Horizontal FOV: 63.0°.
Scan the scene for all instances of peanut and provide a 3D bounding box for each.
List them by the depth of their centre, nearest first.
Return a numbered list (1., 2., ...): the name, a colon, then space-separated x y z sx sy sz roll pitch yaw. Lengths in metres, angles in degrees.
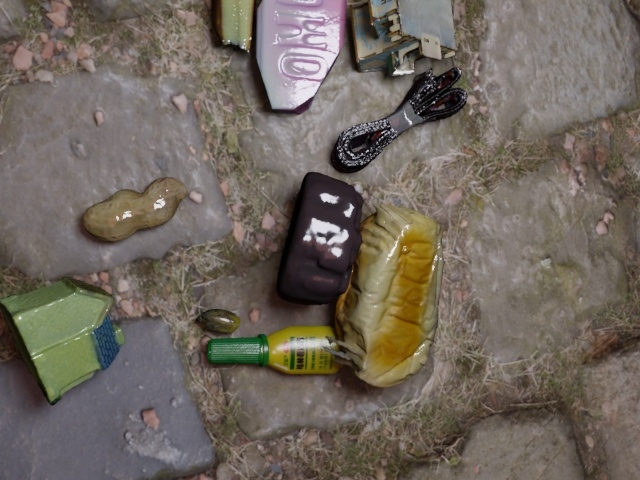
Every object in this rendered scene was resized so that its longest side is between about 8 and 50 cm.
1. peanut: -0.395 -0.067 1.124 0.227 0.086 0.104 -20 75 -10

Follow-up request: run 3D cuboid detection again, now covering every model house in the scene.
1. model house: -0.519 0.190 1.081 0.189 0.195 0.214 -26 110 -33
2. model house: 0.157 -0.460 1.174 0.271 0.206 0.178 -14 98 -48

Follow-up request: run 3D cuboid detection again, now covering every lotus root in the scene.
1. lotus root: -0.228 0.178 1.169 0.099 0.054 0.049 12 98 -10

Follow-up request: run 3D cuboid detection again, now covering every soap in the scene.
1. soap: -0.047 -0.445 1.146 0.192 0.109 0.324 2 100 -7

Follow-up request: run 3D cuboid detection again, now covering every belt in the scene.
1. belt: 0.180 -0.275 1.218 0.359 0.094 0.126 -36 100 -6

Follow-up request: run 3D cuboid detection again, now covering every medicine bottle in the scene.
1. medicine bottle: -0.100 0.249 1.183 0.308 0.076 0.111 1 89 -9

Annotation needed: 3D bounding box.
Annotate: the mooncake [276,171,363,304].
1. mooncake: 0.000 0.000 1.096 0.141 0.283 0.283 15 88 -9

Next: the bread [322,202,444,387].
1. bread: 0.153 0.121 1.156 0.236 0.183 0.389 17 90 -28

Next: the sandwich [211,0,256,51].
1. sandwich: -0.189 -0.538 1.152 0.094 0.096 0.258 4 89 -16
